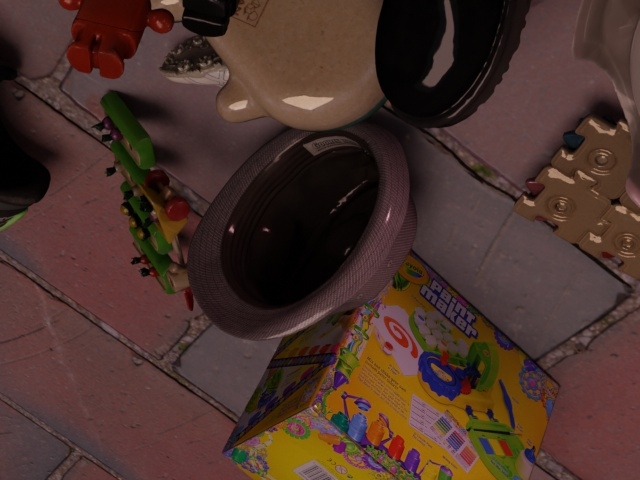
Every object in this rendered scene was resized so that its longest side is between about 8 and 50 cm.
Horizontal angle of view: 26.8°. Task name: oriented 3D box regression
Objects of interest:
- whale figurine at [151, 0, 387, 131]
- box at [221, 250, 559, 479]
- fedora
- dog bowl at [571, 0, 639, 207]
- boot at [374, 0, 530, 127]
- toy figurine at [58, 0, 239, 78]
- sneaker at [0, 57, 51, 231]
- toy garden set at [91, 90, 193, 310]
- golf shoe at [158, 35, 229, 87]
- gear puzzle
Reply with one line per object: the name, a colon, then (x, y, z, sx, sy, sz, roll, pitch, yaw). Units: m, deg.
whale figurine: (-0.040, -0.213, 1.324, 0.272, 0.216, 0.141, 25, -177, 17)
box: (0.091, 0.207, 1.563, 0.290, 0.279, 0.177, 42, 137, -14)
fedora: (0.000, 0.000, 1.463, 0.244, 0.275, 0.124, 43, -175, 42)
dog bowl: (0.390, -0.141, 1.130, 0.349, 0.102, 0.349, 25, 135, 28)
boot: (0.053, -0.253, 1.088, 0.131, 0.260, 0.348, 37, 122, 41)
toy figurine: (-0.165, -0.255, 1.078, 0.213, 0.148, 0.209, -15, 139, 42)
sneaker: (-0.471, -0.213, 1.566, 0.202, 0.185, 0.483, -15, 128, 17)
toy garden set: (-0.205, -0.021, 1.581, 0.204, 0.049, 0.244, 50, 155, 42)
golf shoe: (-0.091, -0.177, 1.444, 0.176, 0.069, 0.086, 0, 137, 30)
gear puzzle: (0.381, -0.013, 1.371, 0.339, 0.044, 0.175, 29, 137, -4)
